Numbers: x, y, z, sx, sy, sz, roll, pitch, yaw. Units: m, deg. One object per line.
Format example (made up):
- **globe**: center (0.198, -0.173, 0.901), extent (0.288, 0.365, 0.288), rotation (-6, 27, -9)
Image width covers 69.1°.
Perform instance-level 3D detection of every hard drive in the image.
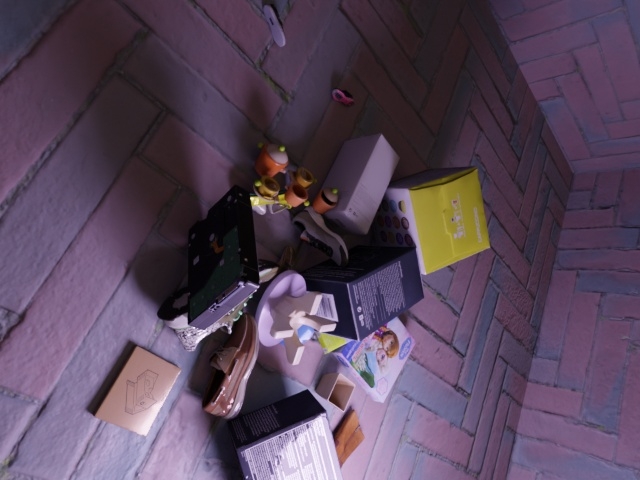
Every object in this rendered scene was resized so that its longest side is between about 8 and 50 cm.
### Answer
- **hard drive**: center (-0.269, 0.040, 1.258), extent (0.064, 0.236, 0.339), rotation (29, 34, -37)

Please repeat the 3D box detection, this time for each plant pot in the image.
- **plant pot**: center (0.047, 0.561, 1.749), extent (0.109, 0.096, 0.109), rotation (46, 61, -33)

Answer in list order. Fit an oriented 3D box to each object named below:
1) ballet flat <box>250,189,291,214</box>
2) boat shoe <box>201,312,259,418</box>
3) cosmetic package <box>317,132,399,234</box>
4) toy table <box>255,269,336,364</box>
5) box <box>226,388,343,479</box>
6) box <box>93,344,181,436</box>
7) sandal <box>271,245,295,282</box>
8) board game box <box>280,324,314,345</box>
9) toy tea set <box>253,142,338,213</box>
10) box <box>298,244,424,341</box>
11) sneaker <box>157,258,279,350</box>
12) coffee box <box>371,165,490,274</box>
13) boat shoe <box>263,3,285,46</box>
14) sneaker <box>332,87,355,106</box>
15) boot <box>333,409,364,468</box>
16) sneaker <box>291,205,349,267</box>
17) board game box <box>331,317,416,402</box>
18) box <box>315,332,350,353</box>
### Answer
- **ballet flat**: center (-0.180, -0.126, 1.556), extent (0.230, 0.077, 0.078), rotation (-11, 102, -45)
- **boat shoe**: center (-0.278, 0.376, 1.430), extent (0.116, 0.123, 0.325), rotation (23, 69, -34)
- **cosmetic package**: center (0.132, -0.213, 1.767), extent (0.155, 0.196, 0.366), rotation (43, 63, -34)
- **toy table**: center (-0.089, 0.252, 1.489), extent (0.252, 0.160, 0.275), rotation (-11, 121, -39)
- **box**: center (-0.110, 0.688, 1.485), extent (0.293, 0.182, 0.297), rotation (-16, 102, -18)
- **box**: center (-0.499, 0.416, 1.287), extent (0.164, 0.021, 0.201), rotation (43, 62, -35)
- **sandal**: center (-0.135, 0.099, 1.619), extent (0.072, 0.048, 0.180), rotation (47, 45, -39)
- **board game box**: center (-0.097, 0.286, 1.631), extent (0.133, 0.033, 0.169), rotation (-14, 103, -9)
- **toy tea set**: center (-0.073, -0.210, 1.561), extent (0.335, 0.124, 0.200), rotation (13, 48, -38)
- **box**: center (0.140, 0.173, 1.704), extent (0.395, 0.293, 0.212), rotation (-23, 106, -40)
- **sneaker**: center (-0.290, 0.189, 1.426), extent (0.410, 0.158, 0.182), rotation (-30, 124, -35)
- **coffee box**: center (0.429, -0.093, 1.888), extent (0.337, 0.334, 0.338), rotation (-19, 103, -22)
- **boat shoe**: center (-0.150, -0.745, 1.604), extent (0.040, 0.049, 0.142), rotation (-37, 112, -37)
- **sneaker**: center (0.089, -0.577, 1.836), extent (0.119, 0.047, 0.057), rotation (19, 60, -45)
- **boot**: center (0.061, 0.755, 1.763), extent (0.280, 0.096, 0.264), rotation (-38, 114, -38)
- **sneaker**: center (0.000, 0.000, 1.644), extent (0.107, 0.100, 0.271), rotation (-30, 65, -28)
- **board game box**: center (0.230, 0.439, 1.922), extent (0.318, 0.065, 0.319), rotation (51, 57, -23)
- **box**: center (0.073, 0.342, 1.766), extent (0.178, 0.042, 0.109), rotation (-19, 79, -31)
